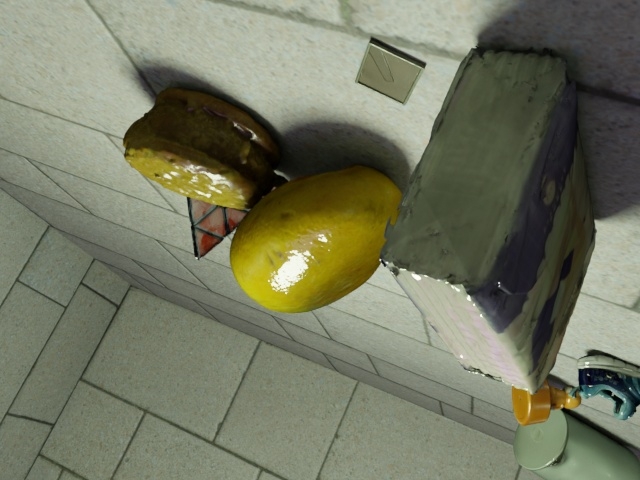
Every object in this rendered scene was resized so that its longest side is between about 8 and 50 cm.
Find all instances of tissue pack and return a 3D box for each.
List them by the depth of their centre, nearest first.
[{"bbox_3d":[0.198,0.000,0.739,0.125,0.242,0.344,14,161,30],"label":"tissue pack"}]

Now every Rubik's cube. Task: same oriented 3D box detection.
[{"bbox_3d":[-0.181,-0.050,1.351,0.211,0.190,0.178,26,-178,13],"label":"Rubik's cube"}]

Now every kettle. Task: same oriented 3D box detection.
[{"bbox_3d":[0.726,0.598,1.996,0.318,0.265,0.205,31,131,-19],"label":"kettle"}]

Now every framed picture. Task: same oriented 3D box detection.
[{"bbox_3d":[0.075,-0.183,0.766,0.066,0.007,0.089,25,164,1],"label":"framed picture"}]

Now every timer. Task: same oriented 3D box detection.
[{"bbox_3d":[0.553,0.377,1.673,0.152,0.132,0.132,1,163,-2],"label":"timer"}]

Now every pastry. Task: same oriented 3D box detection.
[{"bbox_3d":[-0.186,-0.127,1.101,0.240,0.132,0.235,21,162,17],"label":"pastry"}]

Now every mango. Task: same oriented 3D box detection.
[{"bbox_3d":[0.000,0.000,1.071,0.253,0.182,0.365,-13,168,-30],"label":"mango"}]

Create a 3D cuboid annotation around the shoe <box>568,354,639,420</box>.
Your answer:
[{"bbox_3d":[0.587,0.293,1.333,0.207,0.106,0.091,15,163,14],"label":"shoe"}]
